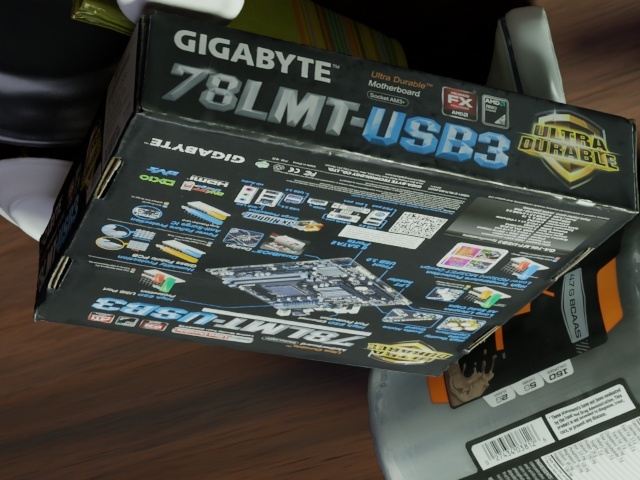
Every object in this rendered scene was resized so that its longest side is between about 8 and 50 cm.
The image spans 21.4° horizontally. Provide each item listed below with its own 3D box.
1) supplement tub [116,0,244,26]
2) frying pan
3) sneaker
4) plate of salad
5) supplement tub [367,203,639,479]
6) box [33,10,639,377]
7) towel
[{"bbox_3d":[-0.076,-0.170,0.923,0.071,0.107,0.071,-2,147,-1],"label":"supplement tub"},{"bbox_3d":[-0.225,-0.098,1.078,0.197,0.053,0.326,25,145,-34],"label":"frying pan"},{"bbox_3d":[0.115,-0.055,1.122,0.091,0.094,0.258,-8,147,1],"label":"sneaker"},{"bbox_3d":[-0.143,-0.021,1.195,0.200,0.048,0.200,14,161,5],"label":"plate of salad"},{"bbox_3d":[0.216,0.097,1.253,0.338,0.207,0.207,-29,138,36],"label":"supplement tub"},{"bbox_3d":[-0.004,-0.010,1.037,0.296,0.073,0.293,10,155,-16],"label":"box"},{"bbox_3d":[-0.042,-0.124,1.002,0.237,0.102,0.021,20,127,-29],"label":"towel"}]
